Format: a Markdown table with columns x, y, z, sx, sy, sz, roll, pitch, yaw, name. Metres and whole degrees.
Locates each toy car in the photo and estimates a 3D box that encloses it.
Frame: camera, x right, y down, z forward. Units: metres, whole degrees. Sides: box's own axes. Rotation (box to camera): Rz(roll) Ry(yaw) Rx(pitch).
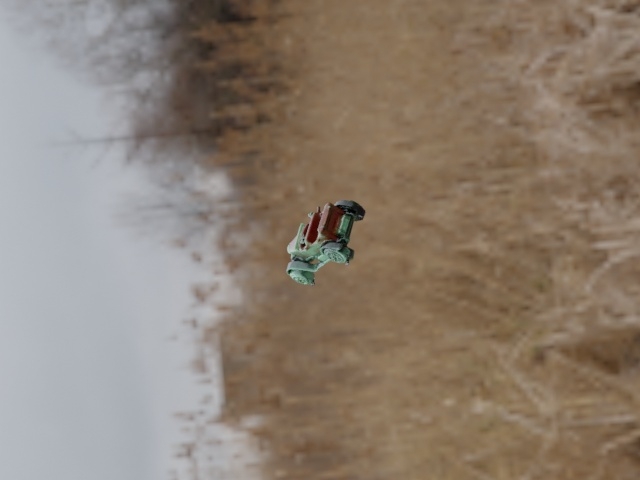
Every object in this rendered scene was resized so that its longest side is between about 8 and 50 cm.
| x | y | z | sx | sy | sz | roll | pitch | yaw | name |
| --- | --- | --- | --- | --- | --- | --- | --- | --- | --- |
| 0.000 | 0.000 | 1.913 | 0.143 | 0.054 | 0.073 | -32 | 38 | 62 | toy car |
